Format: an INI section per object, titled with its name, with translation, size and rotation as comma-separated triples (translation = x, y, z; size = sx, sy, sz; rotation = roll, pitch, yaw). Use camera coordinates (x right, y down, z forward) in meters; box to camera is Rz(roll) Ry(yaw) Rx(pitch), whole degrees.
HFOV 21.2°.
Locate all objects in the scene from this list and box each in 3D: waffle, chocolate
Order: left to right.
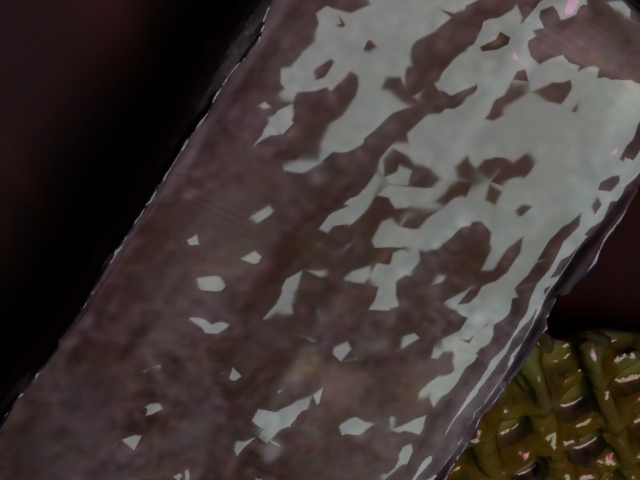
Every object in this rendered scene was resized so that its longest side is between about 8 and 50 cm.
[chocolate]
translation = 0.000, 0.000, 0.688
size = 0.185, 0.100, 0.303
rotation = 28, 101, -30
[waffle]
translation = 0.120, 0.128, 0.877
size = 0.223, 0.054, 0.204
rotation = 9, 115, -33
